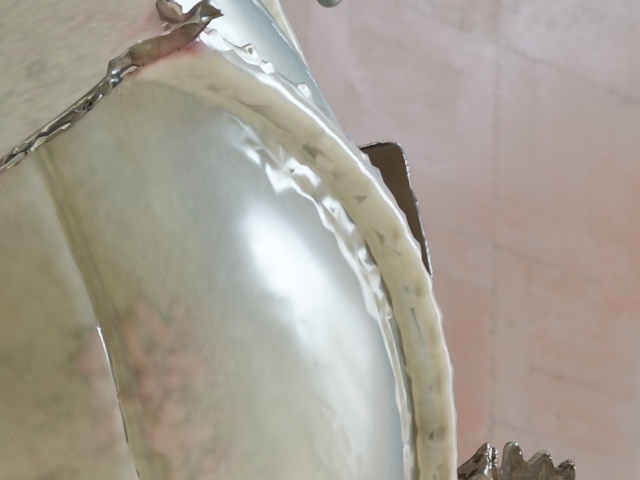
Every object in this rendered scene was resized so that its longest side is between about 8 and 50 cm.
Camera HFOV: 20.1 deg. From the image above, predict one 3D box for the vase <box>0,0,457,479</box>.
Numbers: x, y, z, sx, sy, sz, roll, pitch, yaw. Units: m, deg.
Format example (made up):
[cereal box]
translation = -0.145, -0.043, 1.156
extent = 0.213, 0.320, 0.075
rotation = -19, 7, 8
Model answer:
[vase]
translation = -0.061, 0.119, 0.565
extent = 0.250, 0.250, 0.445
rotation = -53, 137, -38

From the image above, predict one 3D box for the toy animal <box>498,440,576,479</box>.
[toy animal]
translation = -0.002, 0.261, 1.033
extent = 0.284, 0.225, 0.302
rotation = 0, 81, -21

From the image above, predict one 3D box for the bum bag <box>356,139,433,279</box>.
[bum bag]
translation = 0.000, 0.000, 1.144
extent = 0.159, 0.026, 0.109
rotation = -16, 94, -30

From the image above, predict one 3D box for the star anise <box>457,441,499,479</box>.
[star anise]
translation = 0.041, 0.156, 0.839
extent = 0.182, 0.065, 0.195
rotation = -6, 88, -35

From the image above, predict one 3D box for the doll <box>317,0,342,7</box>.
[doll]
translation = -0.022, -0.250, 1.322
extent = 0.287, 0.151, 0.151
rotation = 0, 71, -28
